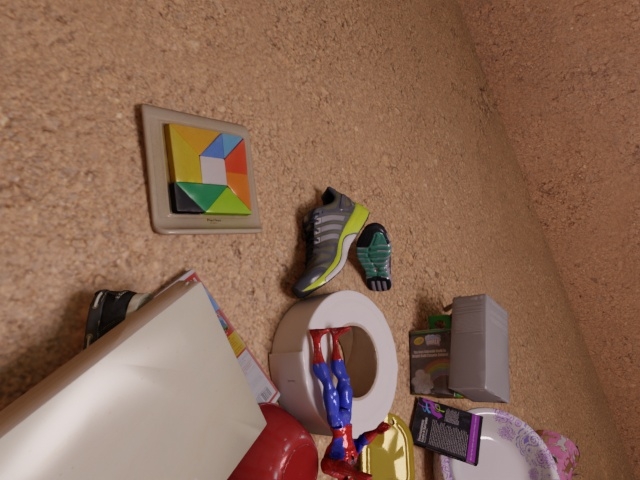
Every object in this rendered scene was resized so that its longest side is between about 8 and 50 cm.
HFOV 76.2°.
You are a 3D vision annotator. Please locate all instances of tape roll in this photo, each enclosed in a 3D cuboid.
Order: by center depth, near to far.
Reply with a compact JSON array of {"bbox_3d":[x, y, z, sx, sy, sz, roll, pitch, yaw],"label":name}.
[{"bbox_3d":[0.036,0.248,0.837,0.286,0.100,0.286,17,65,-42],"label":"tape roll"}]

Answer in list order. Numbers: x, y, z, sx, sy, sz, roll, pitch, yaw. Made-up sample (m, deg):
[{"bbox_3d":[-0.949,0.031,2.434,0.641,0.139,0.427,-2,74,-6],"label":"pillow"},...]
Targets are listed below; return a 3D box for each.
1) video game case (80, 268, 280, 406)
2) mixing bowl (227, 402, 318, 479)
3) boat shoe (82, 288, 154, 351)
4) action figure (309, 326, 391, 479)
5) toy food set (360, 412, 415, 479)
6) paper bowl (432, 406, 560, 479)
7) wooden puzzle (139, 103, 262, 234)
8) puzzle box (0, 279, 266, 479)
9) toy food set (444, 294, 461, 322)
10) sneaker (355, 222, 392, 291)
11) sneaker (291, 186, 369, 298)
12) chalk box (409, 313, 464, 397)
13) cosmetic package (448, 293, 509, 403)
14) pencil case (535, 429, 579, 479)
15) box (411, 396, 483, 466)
[{"bbox_3d":[-0.201,0.218,0.654,0.204,0.025,0.285,-44,109,-44],"label":"video game case"},{"bbox_3d":[-0.067,0.368,0.665,0.181,0.098,0.181,8,80,-52],"label":"mixing bowl"},{"bbox_3d":[-0.281,0.179,0.528,0.079,0.084,0.233,8,77,-1],"label":"boat shoe"},{"bbox_3d":[0.056,0.286,0.675,0.091,0.139,0.280,6,76,-44],"label":"action figure"},{"bbox_3d":[0.132,0.491,0.884,0.128,0.071,0.218,11,65,-18],"label":"toy food set"},{"bbox_3d":[0.426,0.586,1.029,0.148,0.284,0.284,92,18,-51],"label":"paper bowl"},{"bbox_3d":[-0.207,-0.127,0.753,0.221,0.044,0.239,-2,78,-46],"label":"wooden puzzle"},{"bbox_3d":[-0.239,0.266,0.454,0.409,0.052,0.272,-43,125,-47],"label":"puzzle box"},{"bbox_3d":[0.398,0.272,1.202,0.038,0.132,0.192,-3,64,-12],"label":"toy food set"},{"bbox_3d":[0.135,0.024,1.001,0.224,0.083,0.098,79,17,-44],"label":"sneaker"},{"bbox_3d":[0.000,0.000,0.900,0.121,0.111,0.300,38,48,-10],"label":"sneaker"},{"bbox_3d":[0.329,0.309,1.096,0.132,0.132,0.213,24,61,-39],"label":"chalk box"},{"bbox_3d":[0.394,0.266,1.009,0.127,0.107,0.238,37,55,-31],"label":"cosmetic package"},{"bbox_3d":[0.742,0.813,1.337,0.386,0.167,0.160,-33,133,-47],"label":"pencil case"},{"bbox_3d":[0.312,0.470,1.013,0.029,0.162,0.116,84,26,-47],"label":"box"}]
